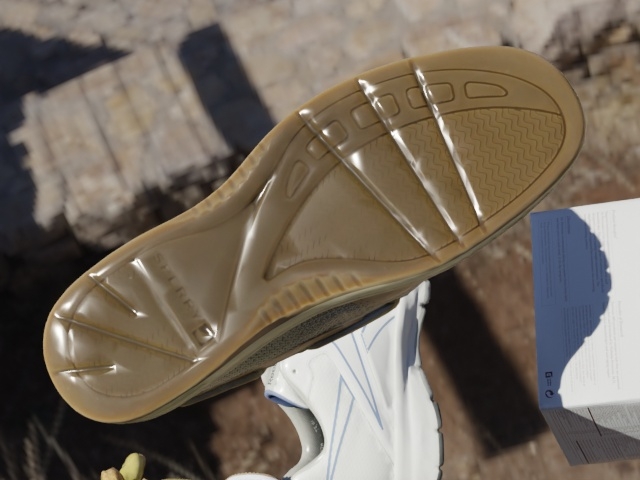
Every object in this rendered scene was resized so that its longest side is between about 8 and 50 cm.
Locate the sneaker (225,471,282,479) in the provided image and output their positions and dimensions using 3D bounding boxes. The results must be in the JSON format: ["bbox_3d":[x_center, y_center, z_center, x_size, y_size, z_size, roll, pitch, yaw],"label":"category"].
[{"bbox_3d":[-0.078,0.222,1.337,0.118,0.042,0.067,-22,39,34],"label":"sneaker"}]

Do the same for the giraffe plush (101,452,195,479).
[{"bbox_3d":[-0.070,0.205,0.955,0.210,0.170,0.181,-12,10,-40],"label":"giraffe plush"}]

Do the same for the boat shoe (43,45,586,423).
[{"bbox_3d":[0.000,0.000,0.905,0.302,0.098,0.109,-32,77,6],"label":"boat shoe"}]

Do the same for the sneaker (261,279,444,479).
[{"bbox_3d":[0.017,0.069,1.354,0.129,0.111,0.297,-5,83,-18],"label":"sneaker"}]

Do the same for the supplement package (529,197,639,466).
[{"bbox_3d":[0.301,0.077,1.524,0.203,0.149,0.194,-8,61,17],"label":"supplement package"}]
